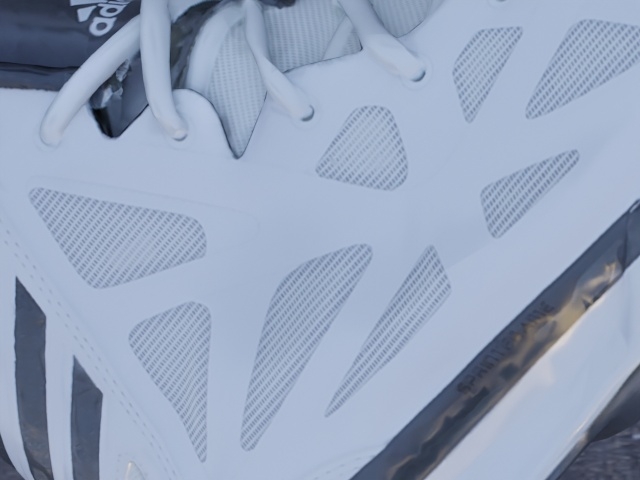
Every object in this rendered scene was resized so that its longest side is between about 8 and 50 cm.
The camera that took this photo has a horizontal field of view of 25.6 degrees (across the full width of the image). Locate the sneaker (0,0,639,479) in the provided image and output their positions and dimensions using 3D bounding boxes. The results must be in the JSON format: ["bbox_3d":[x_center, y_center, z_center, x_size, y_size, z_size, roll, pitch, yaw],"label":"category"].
[{"bbox_3d":[0.009,-0.055,0.447,0.257,0.169,0.447,32,115,0],"label":"sneaker"}]
